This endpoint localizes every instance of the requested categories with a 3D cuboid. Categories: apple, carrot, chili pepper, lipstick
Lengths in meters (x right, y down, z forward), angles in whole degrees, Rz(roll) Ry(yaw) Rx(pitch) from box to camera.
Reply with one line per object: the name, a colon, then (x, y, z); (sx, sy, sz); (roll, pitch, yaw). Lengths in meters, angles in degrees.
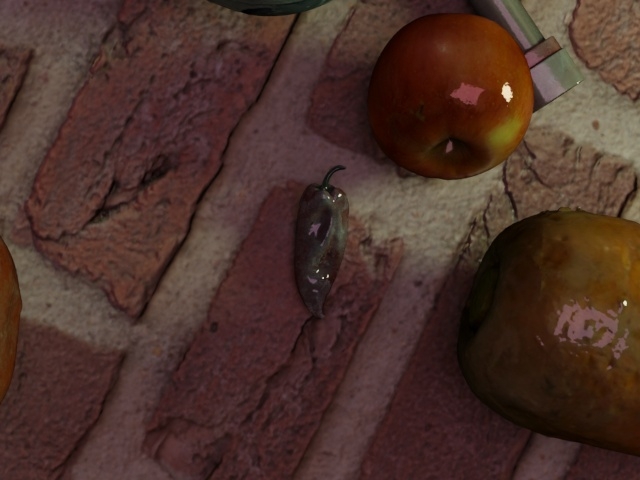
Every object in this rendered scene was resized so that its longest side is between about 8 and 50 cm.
apple: (0.126, -0.141, 1.782); (0.163, 0.163, 0.139); (5, 61, -8)
carrot: (0.310, 0.102, 1.771); (0.341, 0.224, 0.224); (19, 87, -8)
chili pepper: (0.000, 0.000, 1.818); (0.050, 0.041, 0.153); (8, 105, 11)
lipstick: (0.186, -0.220, 1.843); (0.063, 0.057, 0.186); (-32, 89, -7)

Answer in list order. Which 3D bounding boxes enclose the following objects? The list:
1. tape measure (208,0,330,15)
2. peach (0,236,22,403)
tape measure: (-0.057, -0.350, 1.740); (0.275, 0.147, 0.256); (34, 79, 8)
peach: (-0.387, 0.068, 1.668); (0.252, 0.252, 0.252); (0, 90, -8)
